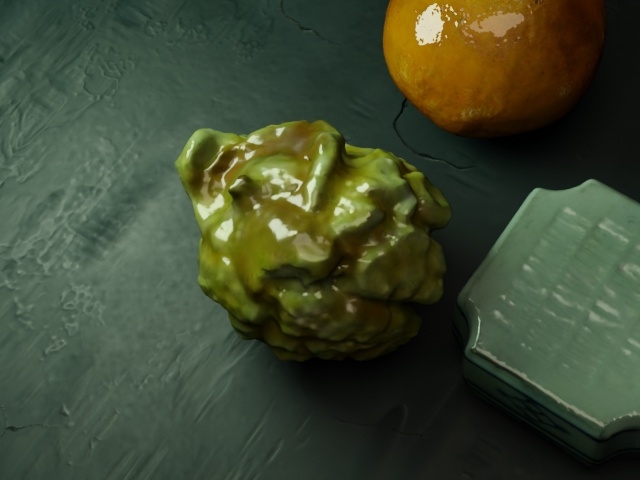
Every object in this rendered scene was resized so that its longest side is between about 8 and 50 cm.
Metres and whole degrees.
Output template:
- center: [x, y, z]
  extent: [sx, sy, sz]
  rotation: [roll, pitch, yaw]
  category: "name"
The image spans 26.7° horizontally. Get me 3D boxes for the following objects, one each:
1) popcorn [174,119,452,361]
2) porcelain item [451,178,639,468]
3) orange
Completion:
- center: [-0.007, -0.001, 1.574]
  extent: [0.335, 0.274, 0.279]
  rotation: [8, 97, 48]
  category: "popcorn"
- center: [0.314, 0.095, 1.556]
  extent: [0.281, 0.157, 0.286]
  rotation: [30, 71, 19]
  category: "porcelain item"
- center: [0.217, -0.265, 1.702]
  extent: [0.283, 0.226, 0.284]
  rotation: [-4, 58, 6]
  category: "orange"
